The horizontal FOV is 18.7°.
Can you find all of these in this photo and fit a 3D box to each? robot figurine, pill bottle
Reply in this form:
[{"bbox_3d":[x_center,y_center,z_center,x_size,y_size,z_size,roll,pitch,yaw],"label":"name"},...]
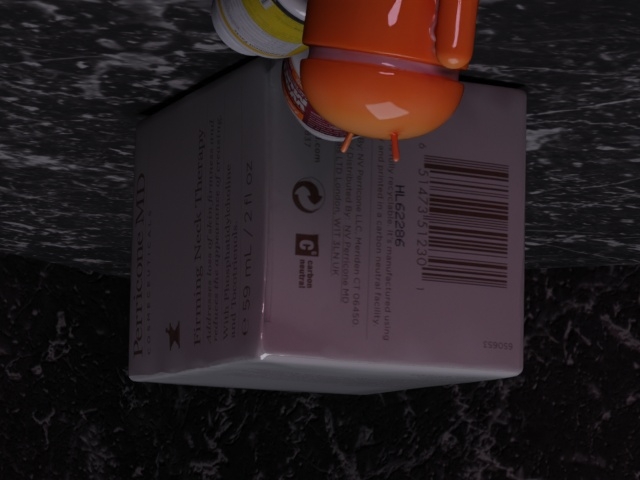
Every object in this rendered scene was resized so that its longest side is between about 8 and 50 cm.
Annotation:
[{"bbox_3d":[0.052,-0.170,1.432,0.158,0.219,0.128,10,-177,18],"label":"robot figurine"},{"bbox_3d":[-0.027,-0.208,1.601,0.103,0.103,0.184,5,171,-21],"label":"pill bottle"},{"bbox_3d":[0.025,-0.163,1.832,0.121,0.121,0.221,2,171,-4],"label":"pill bottle"}]

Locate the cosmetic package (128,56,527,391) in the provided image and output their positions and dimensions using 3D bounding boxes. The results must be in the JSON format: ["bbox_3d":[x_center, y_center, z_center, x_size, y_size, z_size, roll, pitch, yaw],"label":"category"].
[{"bbox_3d":[0.000,0.000,2.225,0.327,0.329,0.393,5,170,-25],"label":"cosmetic package"}]
